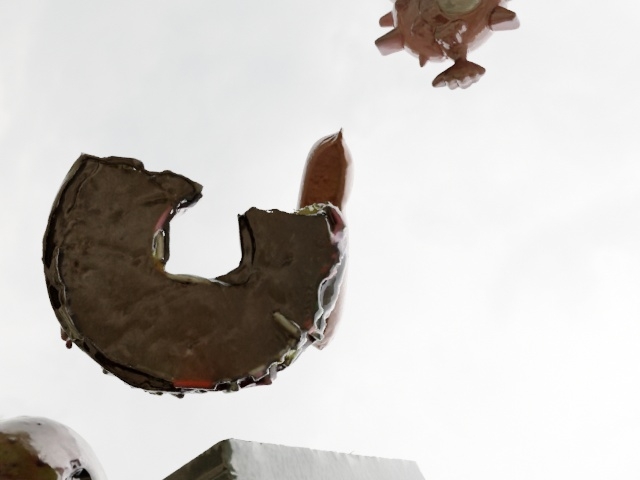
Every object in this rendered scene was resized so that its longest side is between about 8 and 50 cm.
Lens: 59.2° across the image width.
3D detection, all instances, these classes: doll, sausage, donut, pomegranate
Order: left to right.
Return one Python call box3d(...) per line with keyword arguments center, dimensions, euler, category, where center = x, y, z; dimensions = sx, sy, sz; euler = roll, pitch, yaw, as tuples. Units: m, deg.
box3d(center=(-0.405, 0.357, 0.664), dimensions=(0.306, 0.242, 0.242), euler=(-28, -122, -12), category="pomegranate")
box3d(center=(-0.144, 0.052, 0.662), dimensions=(0.345, 0.136, 0.259), euler=(9, -105, -6), category="donut")
box3d(center=(0.000, 0.000, 0.875), dimensions=(0.094, 0.097, 0.348), euler=(4, -82, 1), category="sausage")
box3d(center=(0.171, -0.308, 0.745), dimensions=(0.211, 0.093, 0.262), euler=(-11, -117, 32), category="doll")

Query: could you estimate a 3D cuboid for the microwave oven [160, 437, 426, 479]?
box3d(center=(-0.005, 0.429, 0.593), dimensions=(0.236, 0.432, 0.374), euler=(-36, -126, 16), category="microwave oven")
